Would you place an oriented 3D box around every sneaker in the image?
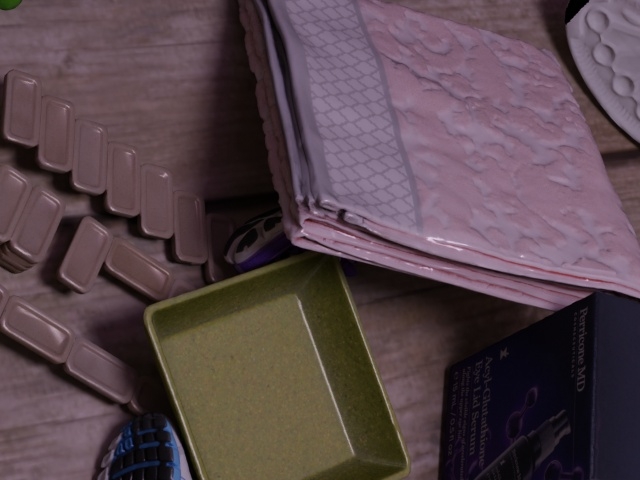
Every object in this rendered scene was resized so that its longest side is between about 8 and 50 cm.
[{"bbox_3d":[0.000,0.000,1.512,0.170,0.068,0.071,-18,92,-40],"label":"sneaker"},{"bbox_3d":[0.388,-0.170,1.804,0.323,0.130,0.236,41,44,-4],"label":"sneaker"},{"bbox_3d":[-0.105,0.216,1.365,0.083,0.071,0.191,23,52,-50],"label":"sneaker"}]

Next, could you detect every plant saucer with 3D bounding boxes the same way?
[{"bbox_3d":[-0.040,0.118,1.434,0.188,0.045,0.188,-19,88,-39],"label":"plant saucer"}]

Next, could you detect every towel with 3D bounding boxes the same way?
[{"bbox_3d":[0.097,-0.084,1.538,0.317,0.053,0.332,14,37,-24],"label":"towel"}]

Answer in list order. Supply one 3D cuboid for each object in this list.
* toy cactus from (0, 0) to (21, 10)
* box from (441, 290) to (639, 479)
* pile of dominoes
[{"bbox_3d":[-0.200,-0.269,1.502,0.180,0.112,0.219,22,50,-33],"label":"toy cactus"},{"bbox_3d":[0.192,0.149,1.476,0.108,0.207,0.153,18,61,-24],"label":"box"},{"bbox_3d":[-0.175,0.013,1.435,0.251,0.040,0.196,35,53,-24],"label":"pile of dominoes"}]
